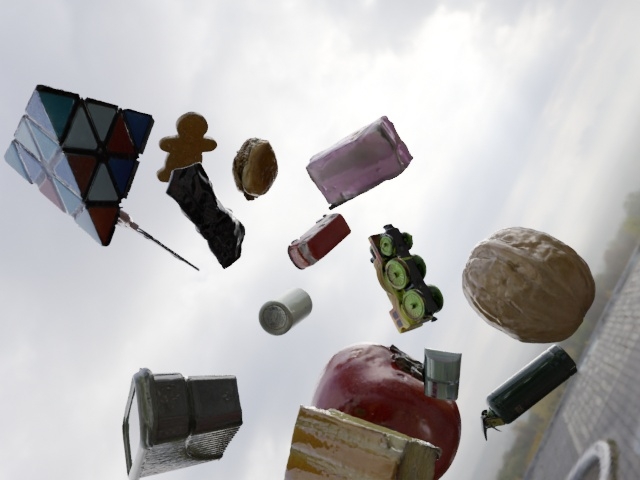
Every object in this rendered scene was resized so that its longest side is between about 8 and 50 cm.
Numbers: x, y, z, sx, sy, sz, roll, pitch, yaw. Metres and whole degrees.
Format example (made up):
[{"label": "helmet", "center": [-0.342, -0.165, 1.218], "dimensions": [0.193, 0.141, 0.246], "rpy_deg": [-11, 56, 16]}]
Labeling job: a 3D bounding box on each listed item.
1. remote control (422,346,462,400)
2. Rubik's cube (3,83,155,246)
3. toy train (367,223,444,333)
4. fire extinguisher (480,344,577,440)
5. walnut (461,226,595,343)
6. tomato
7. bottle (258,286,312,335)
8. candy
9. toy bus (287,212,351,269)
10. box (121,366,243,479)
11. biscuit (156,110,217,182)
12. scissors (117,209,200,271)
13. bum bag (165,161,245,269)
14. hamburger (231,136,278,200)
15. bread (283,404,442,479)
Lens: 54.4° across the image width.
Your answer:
[{"label": "remote control", "center": [0.203, 0.229, 1.053], "dimensions": [0.166, 0.065, 0.029], "rpy_deg": [79, -158, -50]}, {"label": "Rubik's cube", "center": [-0.410, -0.176, 1.126], "dimensions": [0.234, 0.250, 0.284], "rpy_deg": [-41, -54, -39]}, {"label": "toy train", "center": [0.220, 0.102, 1.698], "dimensions": [0.100, 0.296, 0.160], "rpy_deg": [-11, -22, -34]}, {"label": "fire extinguisher", "center": [0.550, 0.418, 1.697], "dimensions": [0.311, 0.114, 0.095], "rpy_deg": [-35, 18, -2]}, {"label": "walnut", "center": [0.412, 0.087, 1.252], "dimensions": [0.225, 0.261, 0.225], "rpy_deg": [-34, -37, -30]}, {"label": "tomato", "center": [0.130, 0.375, 1.338], "dimensions": [0.290, 0.325, 0.293], "rpy_deg": [-57, 13, 14]}, {"label": "bottle", "center": [-0.089, 0.198, 1.814], "dimensions": [0.104, 0.104, 0.245], "rpy_deg": [-69, -14, 13]}, {"label": "candy", "center": [0.101, -0.209, 1.680], "dimensions": [0.265, 0.155, 0.116], "rpy_deg": [-26, 14, 34]}, {"label": "toy bus", "center": [0.000, 0.000, 1.518], "dimensions": [0.077, 0.079, 0.174], "rpy_deg": [-17, 18, 49]}, {"label": "box", "center": [-0.252, 0.324, 1.118], "dimensions": [0.178, 0.138, 0.274], "rpy_deg": [-2, -33, -25]}, {"label": "biscuit", "center": [-0.359, -0.250, 1.671], "dimensions": [0.158, 0.035, 0.240], "rpy_deg": [-4, -40, -30]}, {"label": "scissors", "center": [-0.383, -0.023, 1.292], "dimensions": [0.024, 0.317, 0.160], "rpy_deg": [-58, 18, -14]}, {"label": "bum bag", "center": [-0.277, -0.067, 1.561], "dimensions": [0.310, 0.074, 0.137], "rpy_deg": [61, -139, -39]}, {"label": "hamburger", "center": [-0.165, -0.181, 1.576], "dimensions": [0.138, 0.083, 0.147], "rpy_deg": [-59, -27, -29]}, {"label": "bread", "center": [0.056, 0.416, 1.018], "dimensions": [0.111, 0.246, 0.239], "rpy_deg": [20, -102, -45]}]
